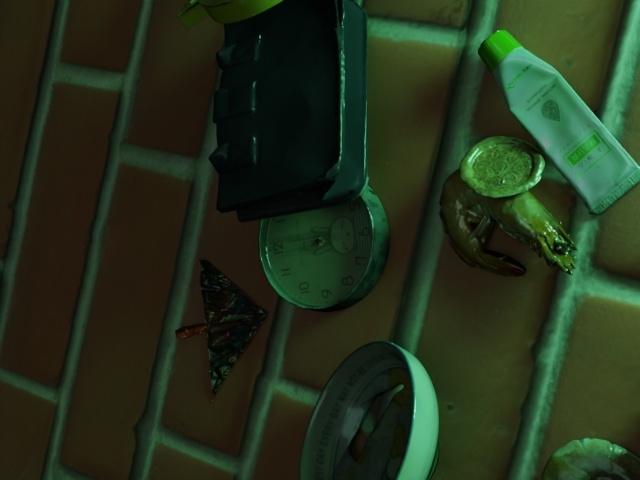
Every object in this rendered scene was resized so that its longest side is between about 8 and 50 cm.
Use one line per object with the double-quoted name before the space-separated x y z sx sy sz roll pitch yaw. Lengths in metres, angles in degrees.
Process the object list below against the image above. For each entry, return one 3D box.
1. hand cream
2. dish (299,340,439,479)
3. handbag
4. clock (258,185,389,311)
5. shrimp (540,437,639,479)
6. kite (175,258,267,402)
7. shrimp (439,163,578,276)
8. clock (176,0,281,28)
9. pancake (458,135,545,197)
"hand cream" 0.307 -0.161 1.409 0.275 0.050 0.079 55 142 18
"dish" 0.096 0.286 1.466 0.273 0.134 0.273 -43 35 39
"handbag" -0.055 -0.198 1.582 0.269 0.118 0.326 -10 69 32
"clock" 0.000 0.000 1.593 0.215 0.042 0.215 -2 86 33
"shrimp" 0.363 0.369 1.331 0.143 0.052 0.251 -23 75 23
"kite" -0.161 0.139 1.708 0.189 0.009 0.232 -13 80 32
"shrimp" 0.244 -0.010 1.428 0.236 0.053 0.133 41 104 33
"clock" -0.052 -0.409 1.563 0.293 0.071 0.277 -6 43 47
"pancake" 0.242 -0.098 1.424 0.115 0.011 0.115 -7 53 10
